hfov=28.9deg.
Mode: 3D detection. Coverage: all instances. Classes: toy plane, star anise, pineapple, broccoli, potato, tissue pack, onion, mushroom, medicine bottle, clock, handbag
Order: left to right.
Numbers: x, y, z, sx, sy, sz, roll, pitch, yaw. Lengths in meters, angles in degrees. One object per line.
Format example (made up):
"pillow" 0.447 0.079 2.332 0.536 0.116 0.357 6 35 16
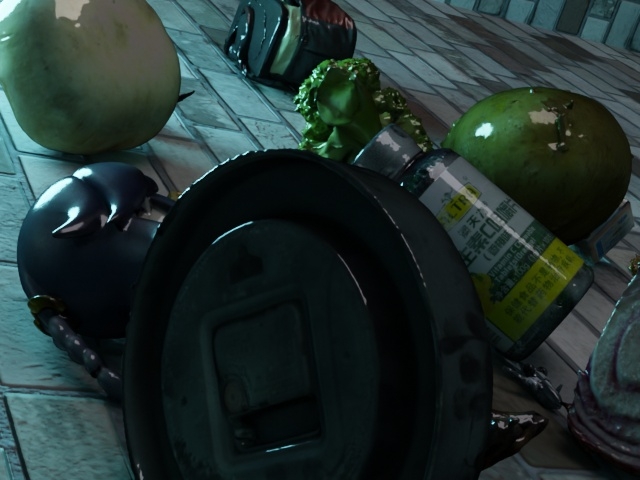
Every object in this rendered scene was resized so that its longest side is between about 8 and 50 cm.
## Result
"mushroom" -0.321 -0.218 1.607 0.260 0.234 0.254 51 44 -24
"handbag" -0.059 -0.371 2.223 0.181 0.181 0.254 12 19 -25
"clock" -0.021 0.095 0.861 0.066 0.319 0.319 3 25 -45
"broccoli" 0.047 -0.116 1.687 0.254 0.186 0.302 58 18 -10
"star anise" 0.050 0.178 1.003 0.272 0.102 0.272 0 -10 0
"medicine bottle" 0.160 -0.005 1.417 0.293 0.141 0.141 41 24 8
"potato" 0.275 -0.098 1.665 0.270 0.219 0.359 -15 -9 19
"toy plane" 0.235 0.154 1.344 0.078 0.031 0.083 19 13 -41
"tissue pack" 0.410 -0.019 1.827 0.059 0.094 0.074 39 -15 36
"pineapple" 0.497 0.040 1.880 0.083 0.019 0.045 6 27 -23
"onion" 0.388 0.140 1.267 0.206 0.216 0.207 32 16 23

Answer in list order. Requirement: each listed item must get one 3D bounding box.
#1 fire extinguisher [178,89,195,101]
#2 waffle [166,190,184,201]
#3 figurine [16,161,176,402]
"fire extinguisher" -0.330 -0.235 1.765 0.294 0.093 0.118 20 46 1
"waffle" -0.137 -0.018 1.467 0.097 0.023 0.153 14 19 -11
"figurine" -0.158 0.033 1.118 0.197 0.175 0.265 -3 21 -36
